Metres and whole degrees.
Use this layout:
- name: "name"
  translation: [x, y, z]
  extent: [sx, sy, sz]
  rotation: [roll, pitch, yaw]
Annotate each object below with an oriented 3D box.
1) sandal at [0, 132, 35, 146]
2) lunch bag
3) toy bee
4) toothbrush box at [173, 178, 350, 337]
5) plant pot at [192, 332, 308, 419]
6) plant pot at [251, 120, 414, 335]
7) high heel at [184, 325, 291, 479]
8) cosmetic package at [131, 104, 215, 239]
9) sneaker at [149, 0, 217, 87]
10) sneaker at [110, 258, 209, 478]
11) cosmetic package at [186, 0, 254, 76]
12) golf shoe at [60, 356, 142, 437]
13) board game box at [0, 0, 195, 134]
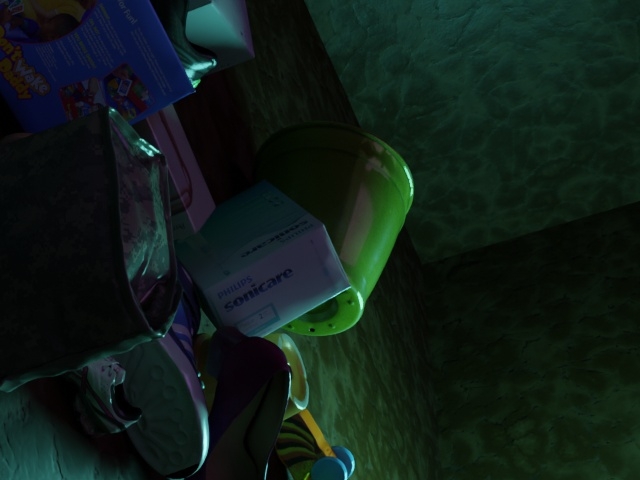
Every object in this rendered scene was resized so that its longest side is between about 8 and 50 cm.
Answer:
- name: "sandal"
  translation: [-0.348, -0.051, 1.448]
  extent: [0.240, 0.088, 0.079]
  rotation: [60, 13, -58]
- name: "lunch bag"
  translation: [-0.297, 0.024, 1.249]
  extent: [0.169, 0.235, 0.287]
  rotation: [47, 29, -59]
- name: "toy bee"
  translation: [-0.003, 0.481, 2.085]
  extent: [0.298, 0.162, 0.195]
  rotation: [52, 13, 26]
- name: "toothbrush box"
  translation: [-0.114, 0.032, 1.763]
  extent: [0.126, 0.216, 0.295]
  rotation: [66, -13, -24]
- name: "plant pot"
  translation: [-0.128, 0.237, 1.743]
  extent: [0.205, 0.188, 0.205]
  rotation: [-17, 90, -76]
- name: "plant pot"
  translation: [0.000, 0.000, 2.282]
  extent: [0.353, 0.366, 0.366]
  rotation: [-78, 150, -41]
- name: "high heel"
  translation: [-0.113, 0.322, 1.573]
  extent: [0.181, 0.127, 0.377]
  rotation: [22, -63, 58]
- name: "cosmetic package"
  translation: [-0.293, -0.142, 1.640]
  extent: [0.129, 0.153, 0.296]
  rotation: [-69, 138, -67]
- name: "sneaker"
  translation: [-0.310, -0.468, 1.786]
  extent: [0.185, 0.202, 0.483]
  rotation: [-124, -168, -61]
- name: "sneaker"
  translation: [-0.217, 0.168, 1.601]
  extent: [0.323, 0.130, 0.236]
  rotation: [67, 18, -1]
- name: "cosmetic package"
  translation: [-0.253, -0.507, 2.251]
  extent: [0.225, 0.138, 0.224]
  rotation: [43, 32, -61]
- name: "golf shoe"
  translation: [-0.296, 0.165, 1.402]
  extent: [0.067, 0.086, 0.186]
  rotation: [-63, 133, -68]
- name: "board game box"
  translation: [-0.349, -0.298, 1.419]
  extent: [0.347, 0.233, 0.078]
  rotation: [65, -8, -31]
